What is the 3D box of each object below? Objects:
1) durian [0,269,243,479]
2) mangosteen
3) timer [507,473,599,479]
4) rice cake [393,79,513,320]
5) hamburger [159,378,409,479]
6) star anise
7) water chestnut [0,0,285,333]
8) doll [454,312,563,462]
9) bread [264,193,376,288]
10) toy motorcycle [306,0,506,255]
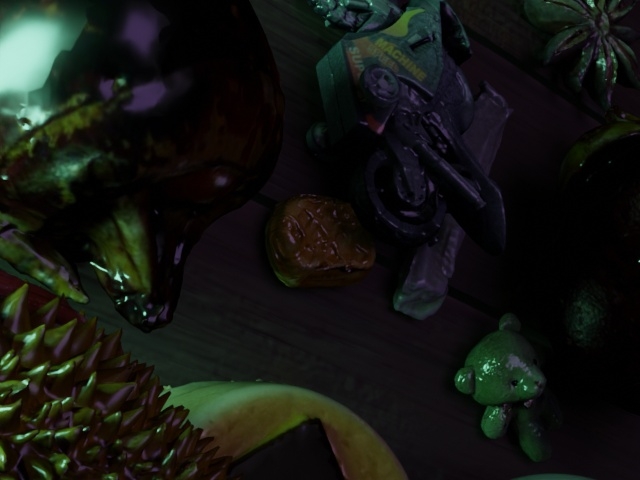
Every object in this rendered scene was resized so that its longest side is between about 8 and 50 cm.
[{"bbox_3d":[-0.224,0.178,0.690,0.384,0.347,0.348,-1,78,-9],"label":"durian"},{"bbox_3d":[0.356,0.012,1.293,0.307,0.307,0.347,16,38,-38],"label":"mangosteen"},{"bbox_3d":[0.199,0.351,1.120,0.285,0.285,0.285,12,72,-39],"label":"timer"},{"bbox_3d":[0.130,-0.043,1.258,0.055,0.049,0.270,27,60,-9],"label":"rice cake"},{"bbox_3d":[-0.061,0.241,0.941,0.302,0.170,0.302,11,71,-34],"label":"hamburger"},{"bbox_3d":[0.289,-0.235,1.438,0.182,0.065,0.195,9,77,-34],"label":"star anise"},{"bbox_3d":[-0.158,-0.088,0.891,0.289,0.289,0.244,3,109,-41],"label":"water chestnut"},{"bbox_3d":[0.199,0.148,1.260,0.115,0.077,0.150,-54,126,-24],"label":"doll"},{"bbox_3d":[0.000,0.000,1.136,0.110,0.044,0.083,2,77,-39],"label":"bread"},{"bbox_3d":[0.078,-0.129,1.185,0.173,0.108,0.307,3,64,-33],"label":"toy motorcycle"}]
